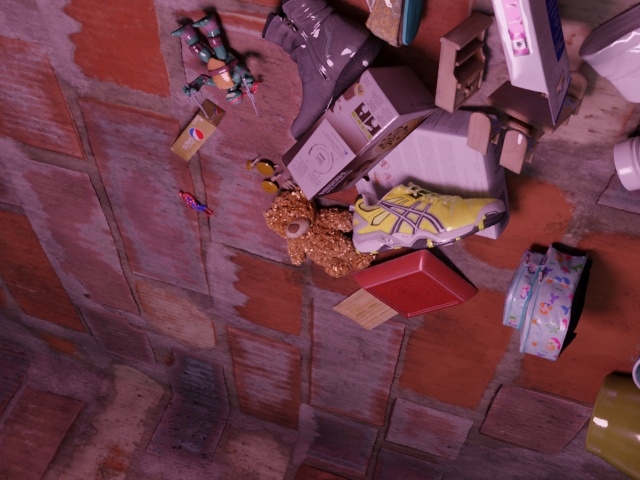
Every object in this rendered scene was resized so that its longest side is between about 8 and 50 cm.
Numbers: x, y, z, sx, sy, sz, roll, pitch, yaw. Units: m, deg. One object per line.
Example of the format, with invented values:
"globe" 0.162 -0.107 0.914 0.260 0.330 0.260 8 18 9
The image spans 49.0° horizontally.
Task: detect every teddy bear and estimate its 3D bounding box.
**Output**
"teddy bear" 0.000 0.000 1.903 0.245 0.113 0.338 -3 143 27

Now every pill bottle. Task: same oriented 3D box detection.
"pill bottle" 0.688 -0.170 1.324 0.229 0.131 0.131 -16 130 41

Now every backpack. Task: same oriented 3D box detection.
"backpack" 0.549 0.156 1.713 0.191 0.253 0.225 11 144 14

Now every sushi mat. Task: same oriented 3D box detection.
"sushi mat" 0.177 0.188 2.146 0.151 0.019 0.316 33 142 -13

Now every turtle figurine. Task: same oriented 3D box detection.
"turtle figurine" -0.227 -0.373 1.553 0.175 0.118 0.234 -17 115 22

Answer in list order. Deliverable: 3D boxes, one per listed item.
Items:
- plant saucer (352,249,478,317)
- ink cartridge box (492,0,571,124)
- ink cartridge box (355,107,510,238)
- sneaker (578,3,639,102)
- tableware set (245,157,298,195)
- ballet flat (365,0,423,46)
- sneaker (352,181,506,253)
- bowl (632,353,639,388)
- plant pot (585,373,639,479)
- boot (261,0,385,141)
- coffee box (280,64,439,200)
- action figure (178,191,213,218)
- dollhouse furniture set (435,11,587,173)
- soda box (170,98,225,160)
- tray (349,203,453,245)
"plant saucer" 0.263 0.136 1.963 0.259 0.047 0.258 -22 136 39
"ink cartridge box" 0.336 -0.386 1.136 0.069 0.175 0.370 -4 126 33
"ink cartridge box" 0.235 -0.175 1.627 0.385 0.091 0.308 19 148 34
"sneaker" 0.611 -0.335 1.184 0.169 0.108 0.293 37 152 -22
"tableware set" -0.128 -0.163 1.853 0.154 0.024 0.104 35 146 -19
"ballet flat" 0.137 -0.495 1.216 0.123 0.123 0.348 17 144 7
"sneaker" 0.221 -0.060 1.568 0.385 0.145 0.147 -9 94 37
"bowl" 0.949 0.284 1.748 0.312 0.163 0.311 14 143 11
"plant pot" 0.948 0.538 1.962 0.353 0.366 0.366 16 146 29
"boot" -0.032 -0.373 1.478 0.223 0.118 0.338 35 136 -7
"coffee box" 0.078 -0.223 1.469 0.297 0.168 0.118 -41 78 38
"action figure" -0.368 -0.105 2.046 0.115 0.030 0.038 40 145 -20
"dollhouse furniture set" 0.343 -0.286 1.294 0.242 0.212 0.161 35 151 27
"soda box" -0.311 -0.275 1.767 0.058 0.061 0.181 34 143 -17
"tray" 0.204 -0.046 1.782 0.271 0.030 0.145 20 179 2
